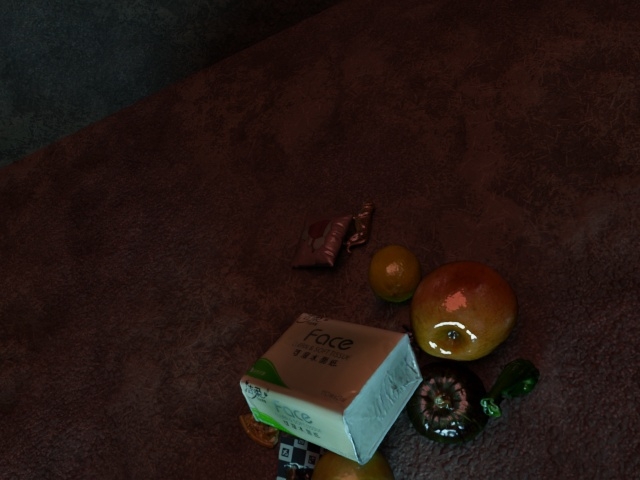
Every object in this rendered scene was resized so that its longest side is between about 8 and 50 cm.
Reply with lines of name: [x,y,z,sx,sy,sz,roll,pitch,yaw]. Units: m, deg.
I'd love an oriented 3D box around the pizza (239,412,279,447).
pizza: [-0.186,0.581,1.680,0.160,0.035,0.099,31,72,31]

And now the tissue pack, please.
tissue pack: [0.026,0.393,1.515,0.405,0.205,0.332,4,35,42]

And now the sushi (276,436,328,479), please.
sushi: [-0.037,0.674,1.522,0.215,0.050,0.192,20,55,-22]

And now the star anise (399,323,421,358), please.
star anise: [0.305,0.304,1.696,0.141,0.042,0.141,-9,55,13]

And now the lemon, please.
lemon: [0.245,0.105,1.762,0.179,0.178,0.203,-2,46,17]

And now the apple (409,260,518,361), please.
apple: [0.409,0.212,1.560,0.299,0.298,0.275,18,41,27]

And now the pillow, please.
pillow: [0.000,0.000,1.938,0.223,0.084,0.236,-5,57,40]

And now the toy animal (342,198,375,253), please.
toy animal: [0.141,-0.057,1.969,0.099,0.056,0.241,0,58,17]

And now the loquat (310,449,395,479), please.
loquat: [0.089,0.656,1.433,0.244,0.244,0.243,-8,57,13]

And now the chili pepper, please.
chili pepper: [0.524,0.396,1.471,0.253,0.099,0.084,-19,23,-41]

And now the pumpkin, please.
pumpkin: [0.356,0.454,1.512,0.238,0.159,0.237,-7,62,12]
